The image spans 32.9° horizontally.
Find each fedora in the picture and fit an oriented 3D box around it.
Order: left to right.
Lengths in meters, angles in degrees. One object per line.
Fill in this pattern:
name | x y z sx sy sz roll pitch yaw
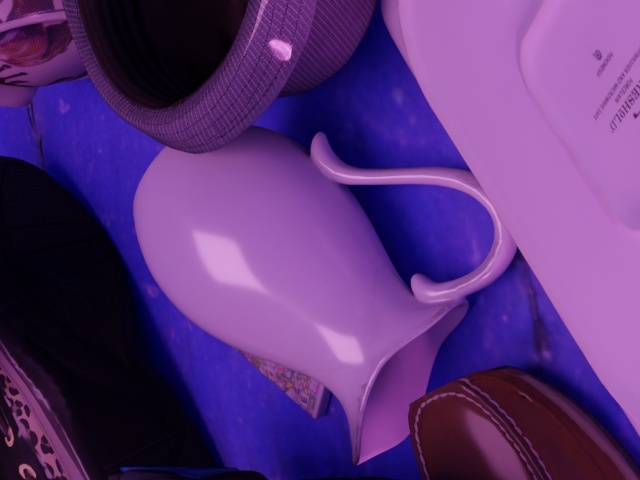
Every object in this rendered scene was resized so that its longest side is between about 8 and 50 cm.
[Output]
fedora | -0.051 -0.190 0.627 0.243 0.124 0.275 -24 77 47

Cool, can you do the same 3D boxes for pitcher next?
pitcher | 0.000 0.000 0.642 0.207 0.125 0.178 40 106 22

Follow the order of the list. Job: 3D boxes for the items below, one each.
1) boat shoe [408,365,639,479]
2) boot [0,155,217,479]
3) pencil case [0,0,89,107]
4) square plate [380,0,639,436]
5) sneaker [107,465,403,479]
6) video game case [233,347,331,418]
boat shoe | 0.130 0.220 0.540 0.122 0.120 0.324 -42 69 44
boot | -0.247 0.148 0.928 0.377 0.138 0.284 56 135 14
pencil case | -0.255 -0.308 0.794 0.183 0.160 0.410 -20 85 36
square plate | 0.130 -0.064 0.419 0.344 0.049 0.347 60 161 17
sneaker | -0.026 0.196 0.580 0.341 0.125 0.140 159 114 -63
video game case | -0.031 0.055 0.754 0.122 0.011 0.087 36 124 37
